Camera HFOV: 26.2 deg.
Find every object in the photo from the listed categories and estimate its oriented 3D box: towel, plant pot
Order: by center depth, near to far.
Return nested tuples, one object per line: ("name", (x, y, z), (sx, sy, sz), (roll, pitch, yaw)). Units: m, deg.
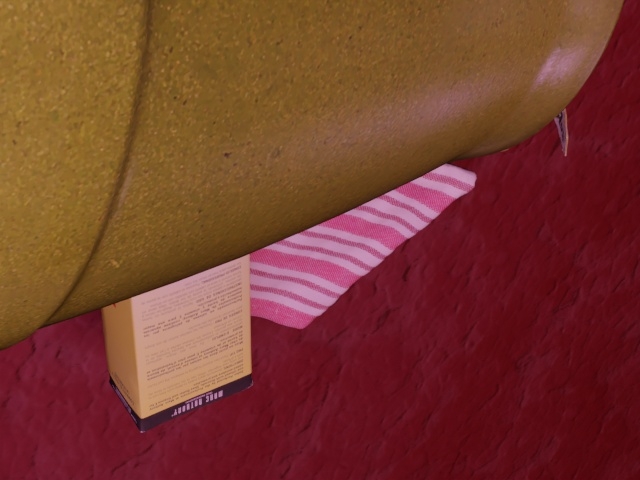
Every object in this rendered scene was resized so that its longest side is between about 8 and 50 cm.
("plant pot", (-0.066, -0.138, 0.586), (0.353, 0.366, 0.366), (-7, 126, -36))
("towel", (0.000, 0.000, 0.951), (0.144, 0.029, 0.197), (10, 140, -44))

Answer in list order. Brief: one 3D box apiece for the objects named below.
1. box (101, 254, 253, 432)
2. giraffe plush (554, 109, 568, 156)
("box", (-0.091, 0.005, 0.833), (0.087, 0.058, 0.232), (-21, 134, -24))
("giraffe plush", (0.052, -0.126, 0.865), (0.171, 0.210, 0.181), (-3, 129, -3))
